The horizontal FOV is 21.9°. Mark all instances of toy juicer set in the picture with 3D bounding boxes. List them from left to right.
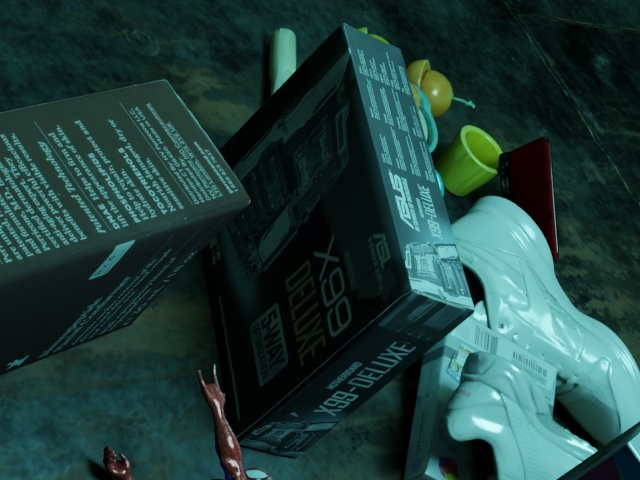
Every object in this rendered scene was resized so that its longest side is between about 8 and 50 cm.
[{"bbox_3d":[0.060,-0.172,1.842,0.329,0.089,0.209,12,47,-40],"label":"toy juicer set"}]

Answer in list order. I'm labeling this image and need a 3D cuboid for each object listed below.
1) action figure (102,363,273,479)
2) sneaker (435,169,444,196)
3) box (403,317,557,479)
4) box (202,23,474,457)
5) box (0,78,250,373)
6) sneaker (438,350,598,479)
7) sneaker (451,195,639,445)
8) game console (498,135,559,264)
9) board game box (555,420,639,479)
[{"bbox_3d":[-0.140,0.187,1.244,0.280,0.091,0.139,-9,71,-51],"label":"action figure"},{"bbox_3d":[0.060,0.015,1.630,0.107,0.110,0.275,38,35,-14],"label":"sneaker"},{"bbox_3d":[0.158,0.177,1.597,0.145,0.038,0.186,29,50,-24],"label":"box"},{"bbox_3d":[0.000,0.000,1.461,0.076,0.242,0.307,20,43,-35],"label":"box"},{"bbox_3d":[-0.245,0.007,1.230,0.143,0.191,0.381,55,35,12],"label":"box"},{"bbox_3d":[0.186,0.212,1.530,0.232,0.090,0.115,45,71,-20],"label":"sneaker"},{"bbox_3d":[0.218,0.107,1.740,0.152,0.114,0.305,-33,83,-33],"label":"sneaker"},{"bbox_3d":[0.250,-0.031,1.850,0.124,0.085,0.144,14,70,-55],"label":"game console"},{"bbox_3d":[0.227,0.308,1.334,0.224,0.303,0.097,52,34,9],"label":"board game box"}]
